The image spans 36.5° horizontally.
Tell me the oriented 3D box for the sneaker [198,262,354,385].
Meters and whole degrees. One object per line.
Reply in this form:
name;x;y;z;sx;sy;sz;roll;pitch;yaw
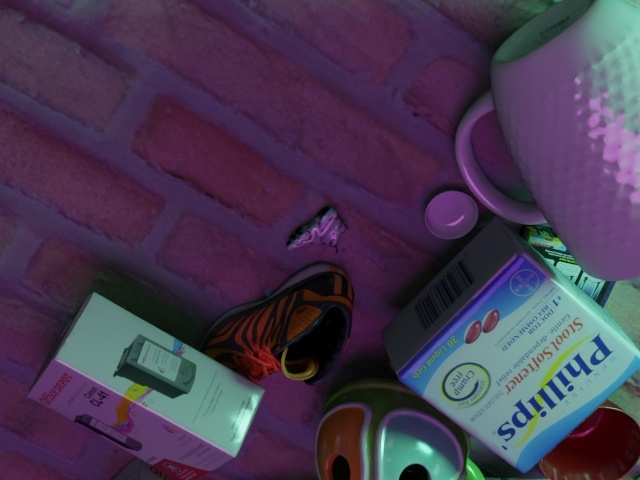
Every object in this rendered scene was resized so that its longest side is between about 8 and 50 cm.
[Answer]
sneaker;-0.082;0.173;1.520;0.321;0.180;0.124;-40;113;17

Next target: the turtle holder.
turtle holder;0.129;0.379;1.591;0.243;0.227;0.320;-15;125;25

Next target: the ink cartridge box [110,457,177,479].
ink cartridge box;-0.275;0.525;1.647;0.198;0.273;0.115;40;107;-21

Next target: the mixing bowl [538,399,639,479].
mixing bowl;0.453;0.331;1.681;0.181;0.098;0.181;-2;118;-3

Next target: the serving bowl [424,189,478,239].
serving bowl;0.201;-0.044;1.507;0.083;0.027;0.083;-1;118;-2

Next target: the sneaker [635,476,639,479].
sneaker;0.649;0.458;1.786;0.152;0.054;0.061;-8;121;1

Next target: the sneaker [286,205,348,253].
sneaker;0.000;0.000;1.513;0.098;0.038;0.069;-37;113;16

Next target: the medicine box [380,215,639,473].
medicine box;0.290;0.161;1.484;0.289;0.149;0.263;38;104;-20

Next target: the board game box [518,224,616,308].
board game box;0.384;0.056;1.559;0.170;0.048;0.141;13;118;-10

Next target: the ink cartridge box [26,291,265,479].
ink cartridge box;-0.275;0.237;1.507;0.306;0.131;0.226;30;147;-12

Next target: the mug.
mug;0.356;-0.143;1.352;0.374;0.276;0.328;-22;112;42

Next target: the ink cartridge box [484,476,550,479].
ink cartridge box;0.298;0.494;1.684;0.208;0.153;0.087;-7;125;36
